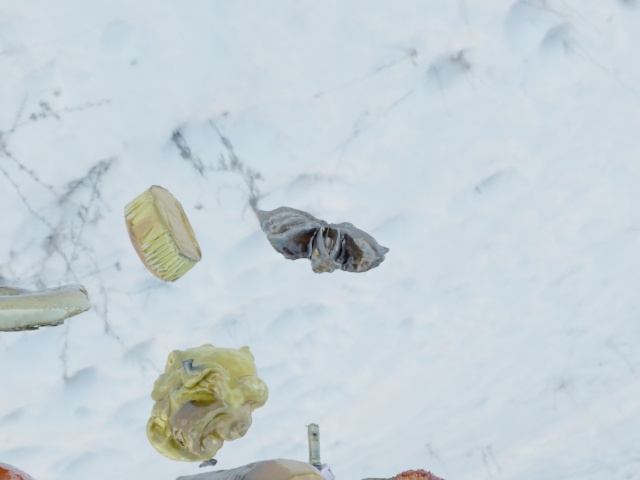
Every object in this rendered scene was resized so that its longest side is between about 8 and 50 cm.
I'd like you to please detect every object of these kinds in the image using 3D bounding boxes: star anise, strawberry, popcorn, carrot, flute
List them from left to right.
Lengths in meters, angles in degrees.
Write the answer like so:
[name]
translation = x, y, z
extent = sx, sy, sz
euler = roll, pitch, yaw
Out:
[popcorn]
translation = -0.281, 0.388, 2.266
extent = 0.297, 0.316, 0.281
euler = -8, 133, 19
[carrot]
translation = -0.096, 0.324, 1.092
extent = 0.114, 0.114, 0.301
euler = -4, 167, -36
[flute]
translation = -0.007, 0.428, 1.537
extent = 0.027, 0.233, 0.027
euler = -2, 163, -1
[star anise]
translation = 0.007, 0.005, 1.361
extent = 0.212, 0.197, 0.073
euler = 15, 101, -11
[strawberry]
translation = 0.158, 0.442, 1.563
extent = 0.152, 0.104, 0.048
euler = 8, 174, 21

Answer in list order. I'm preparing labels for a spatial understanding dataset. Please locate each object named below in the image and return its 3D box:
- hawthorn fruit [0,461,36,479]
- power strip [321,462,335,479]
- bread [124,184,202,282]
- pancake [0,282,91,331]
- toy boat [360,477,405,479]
[hawthorn fruit]
translation = -0.484, 0.418, 1.255
extent = 0.276, 0.308, 0.276
euler = -26, 162, -9
[power strip]
translation = -0.079, 0.525, 1.712
extent = 0.279, 0.037, 0.109
euler = -40, -178, -36
[bread]
translation = -0.328, -0.010, 1.855
extent = 0.114, 0.191, 0.132
euler = -35, 158, 10
[pancake]
translation = -0.554, 0.100, 1.397
extent = 0.382, 0.071, 0.382
euler = 1, 180, 0
[toy boat]
translation = 0.103, 0.425, 1.281
extent = 0.116, 0.188, 0.061
euler = 13, 126, -32
